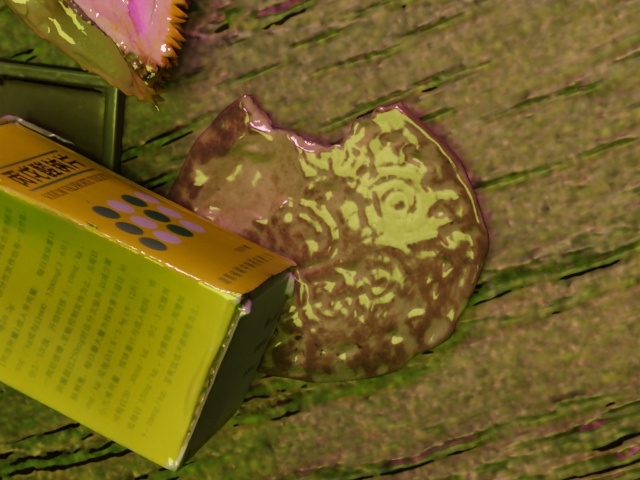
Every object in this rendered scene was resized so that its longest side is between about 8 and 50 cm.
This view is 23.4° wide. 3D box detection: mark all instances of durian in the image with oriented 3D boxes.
[{"bbox_3d":[-0.165,-0.189,1.030,0.182,0.132,0.165,20,117,-3],"label":"durian"}]

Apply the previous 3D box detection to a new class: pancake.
[{"bbox_3d":[0.000,0.000,1.081,0.235,0.029,0.212,10,106,12],"label":"pancake"}]

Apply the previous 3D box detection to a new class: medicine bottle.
[{"bbox_3d":[-0.158,0.030,1.048,0.250,0.137,0.141,25,110,10],"label":"medicine bottle"}]

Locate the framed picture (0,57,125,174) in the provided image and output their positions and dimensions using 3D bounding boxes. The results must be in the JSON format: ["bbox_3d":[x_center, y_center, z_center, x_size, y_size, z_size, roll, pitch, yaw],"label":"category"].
[{"bbox_3d":[-0.289,-0.038,1.150,0.289,0.016,0.213,8,104,12],"label":"framed picture"}]
